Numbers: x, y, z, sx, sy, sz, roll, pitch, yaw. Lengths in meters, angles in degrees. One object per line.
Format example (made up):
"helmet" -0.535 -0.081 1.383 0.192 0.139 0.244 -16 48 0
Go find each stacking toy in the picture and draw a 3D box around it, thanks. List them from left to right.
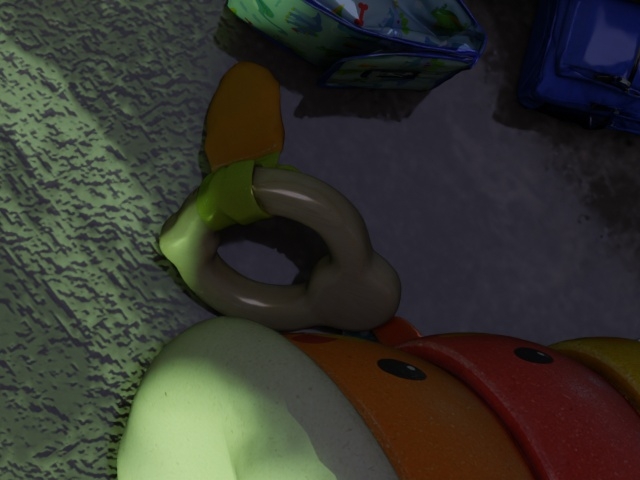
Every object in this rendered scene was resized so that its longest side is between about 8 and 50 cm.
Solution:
"stacking toy" 0.149 0.167 1.181 0.479 0.350 0.351 -16 88 -28

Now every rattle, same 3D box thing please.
"rattle" 0.000 0.000 1.264 0.199 0.143 0.130 29 114 -20

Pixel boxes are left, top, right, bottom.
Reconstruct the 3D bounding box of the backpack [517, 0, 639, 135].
"backpack" 0.201 -0.115 1.267 0.120 0.101 0.098 16 90 -9

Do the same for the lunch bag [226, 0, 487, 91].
"lunch bag" 0.025 -0.147 1.229 0.151 0.129 0.096 31 82 -6

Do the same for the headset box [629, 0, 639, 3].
"headset box" 0.235 -0.275 1.220 0.246 0.131 0.283 13 61 -8

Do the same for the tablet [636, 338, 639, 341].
"tablet" 0.211 0.094 1.298 0.083 0.006 0.054 -20 89 -8
